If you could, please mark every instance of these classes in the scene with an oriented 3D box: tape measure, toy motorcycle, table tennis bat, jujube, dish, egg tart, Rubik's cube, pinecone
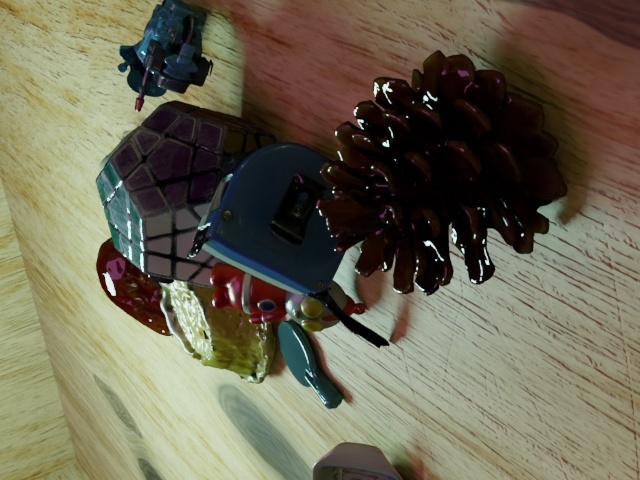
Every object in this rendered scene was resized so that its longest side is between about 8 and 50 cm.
[{"bbox_3d":[0.000,0.000,1.471,0.351,0.215,0.098,28,162,-20],"label":"tape measure"},{"bbox_3d":[-0.264,-0.317,1.700,0.182,0.124,0.272,-68,25,17],"label":"toy motorcycle"},{"bbox_3d":[-0.024,0.226,1.785,0.201,0.033,0.124,47,148,40],"label":"table tennis bat"},{"bbox_3d":[-0.369,0.087,2.173,0.255,0.190,0.190,54,153,-2],"label":"jujube"},{"bbox_3d":[0.068,0.417,1.670,0.154,0.064,0.234,7,125,13],"label":"dish"},{"bbox_3d":[-0.210,0.135,1.958,0.345,0.132,0.345,38,140,41],"label":"egg tart"},{"bbox_3d":[-0.207,-0.079,1.640,0.264,0.319,0.319,43,154,-7],"label":"Rubik's cube"},{"bbox_3d":[0.115,-0.058,1.083,0.264,0.264,0.264,41,143,42],"label":"pinecone"}]

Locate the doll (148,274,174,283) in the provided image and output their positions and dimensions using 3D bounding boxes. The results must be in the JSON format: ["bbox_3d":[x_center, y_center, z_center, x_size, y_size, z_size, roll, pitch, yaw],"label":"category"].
[{"bbox_3d":[-0.286,-0.050,1.855,0.258,0.153,0.195,-115,46,-71],"label":"doll"}]

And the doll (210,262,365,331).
[{"bbox_3d":[-0.051,0.090,1.566,0.245,0.076,0.142,12,137,9],"label":"doll"}]

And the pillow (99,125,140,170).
[{"bbox_3d":[-0.376,-0.103,2.097,0.144,0.078,0.254,-38,65,17],"label":"pillow"}]
